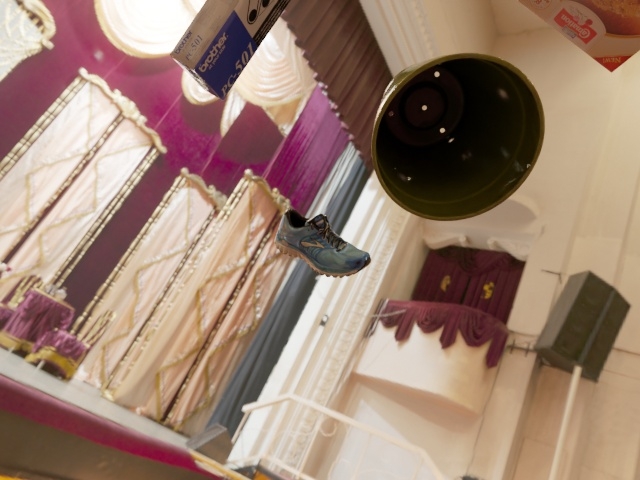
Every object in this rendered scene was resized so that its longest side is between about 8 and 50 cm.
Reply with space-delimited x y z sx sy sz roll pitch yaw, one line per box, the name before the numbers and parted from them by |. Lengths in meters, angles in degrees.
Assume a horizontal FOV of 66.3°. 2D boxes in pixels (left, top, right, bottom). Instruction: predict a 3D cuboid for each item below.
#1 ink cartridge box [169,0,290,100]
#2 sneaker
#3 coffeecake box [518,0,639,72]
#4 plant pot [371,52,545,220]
ink cartridge box | -0.110 -0.305 0.668 0.046 0.207 0.097 34 -1 15
sneaker | 0.000 0.000 0.716 0.162 0.063 0.073 22 -58 25
coffeecake box | 0.325 -0.291 0.503 0.142 0.068 0.185 38 -24 1
plant pot | 0.285 -0.288 1.193 0.367 0.353 0.366 -1 -61 -2
